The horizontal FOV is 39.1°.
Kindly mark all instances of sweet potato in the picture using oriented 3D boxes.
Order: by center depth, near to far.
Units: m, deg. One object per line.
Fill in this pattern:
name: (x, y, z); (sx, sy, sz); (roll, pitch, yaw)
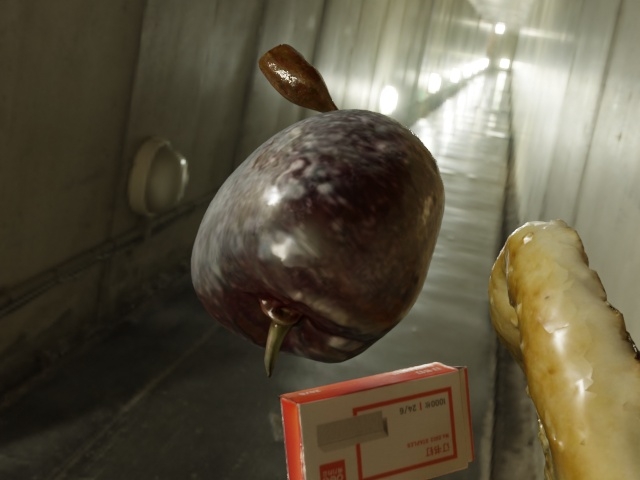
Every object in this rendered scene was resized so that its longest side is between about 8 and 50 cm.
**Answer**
sweet potato: (-0.014, -0.165, 0.981); (0.117, 0.049, 0.049); (43, 19, 3)

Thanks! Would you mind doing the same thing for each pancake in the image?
pancake: (0.174, 0.170, 0.576); (0.082, 0.387, 0.387); (-11, 12, 10)

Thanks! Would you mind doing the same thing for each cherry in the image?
cherry: (0.000, 0.000, 0.892); (0.218, 0.296, 0.255); (39, -34, -11)

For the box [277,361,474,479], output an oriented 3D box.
box: (0.068, 0.216, 1.018); (0.229, 0.123, 0.050); (-6, 4, -28)
